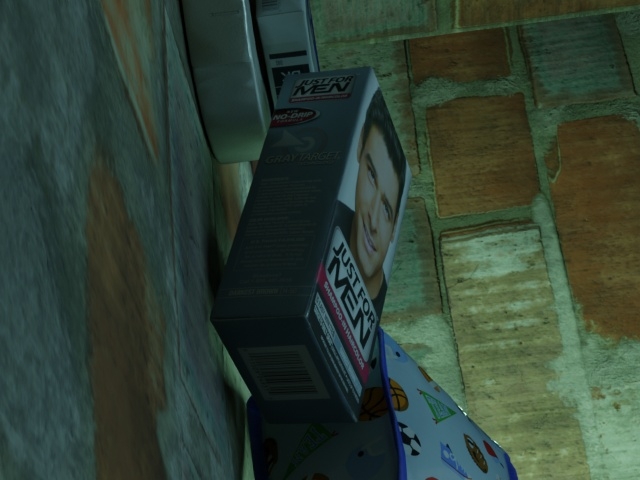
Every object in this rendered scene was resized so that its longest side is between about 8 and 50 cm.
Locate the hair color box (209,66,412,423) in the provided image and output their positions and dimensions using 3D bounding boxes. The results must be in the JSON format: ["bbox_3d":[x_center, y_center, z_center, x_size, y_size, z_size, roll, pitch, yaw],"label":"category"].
[{"bbox_3d":[0.000,0.000,1.666,0.185,0.113,0.374,66,28,-43],"label":"hair color box"}]

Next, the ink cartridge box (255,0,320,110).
[{"bbox_3d":[-0.031,-0.208,1.860,0.333,0.065,0.165,78,5,-47],"label":"ink cartridge box"}]

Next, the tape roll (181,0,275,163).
[{"bbox_3d":[-0.110,-0.283,1.772,0.392,0.072,0.392,-6,90,-87],"label":"tape roll"}]

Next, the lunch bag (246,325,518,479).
[{"bbox_3d":[0.091,0.351,1.680,0.328,0.239,0.385,42,22,-36],"label":"lunch bag"}]
